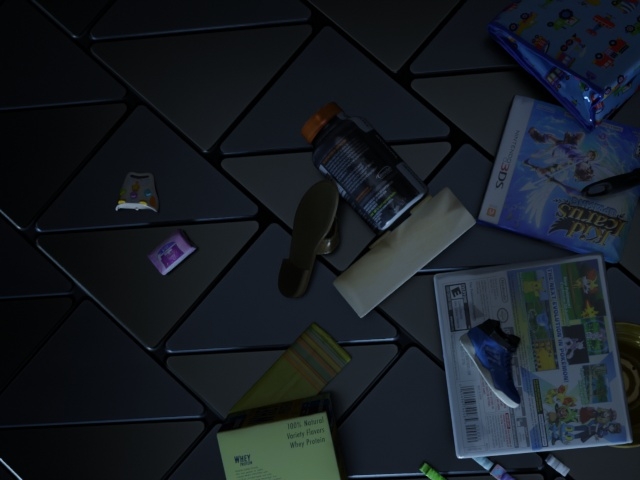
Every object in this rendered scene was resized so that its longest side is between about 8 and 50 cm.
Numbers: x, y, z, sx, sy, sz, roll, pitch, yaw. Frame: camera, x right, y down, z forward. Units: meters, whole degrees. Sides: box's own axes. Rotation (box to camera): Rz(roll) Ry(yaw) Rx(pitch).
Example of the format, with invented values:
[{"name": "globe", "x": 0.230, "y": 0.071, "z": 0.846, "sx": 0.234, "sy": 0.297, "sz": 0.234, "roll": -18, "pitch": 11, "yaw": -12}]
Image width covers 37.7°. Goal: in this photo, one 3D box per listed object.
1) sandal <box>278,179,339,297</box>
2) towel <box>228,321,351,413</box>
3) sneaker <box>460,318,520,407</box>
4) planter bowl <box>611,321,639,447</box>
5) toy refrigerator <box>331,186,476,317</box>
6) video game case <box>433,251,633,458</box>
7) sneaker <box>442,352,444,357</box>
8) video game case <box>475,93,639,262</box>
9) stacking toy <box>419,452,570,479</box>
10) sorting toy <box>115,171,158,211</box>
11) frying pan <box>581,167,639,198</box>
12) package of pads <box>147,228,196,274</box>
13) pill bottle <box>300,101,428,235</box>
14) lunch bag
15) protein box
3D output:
[{"name": "sandal", "x": -0.004, "y": -0.003, "z": 1.756, "sx": 0.088, "sy": 0.079, "sz": 0.240, "roll": 34, "pitch": 110, "yaw": 38}, {"name": "towel", "x": -0.057, "y": 0.271, "z": 1.762, "sx": 0.102, "sy": 0.021, "sz": 0.237, "roll": 44, "pitch": 92, "yaw": 13}, {"name": "sneaker", "x": 0.314, "y": 0.205, "z": 1.604, "sx": 0.084, "sy": 0.058, "sz": 0.152, "roll": -39, "pitch": 68, "yaw": 15}, {"name": "planter bowl", "x": 0.529, "y": 0.253, "z": 1.663, "sx": 0.217, "sy": 0.090, "sz": 0.217, "roll": -1, "pitch": 84, "yaw": 11}, {"name": "toy refrigerator", "x": 0.149, "y": 0.019, "z": 1.715, "sx": 0.269, "sy": 0.102, "sz": 0.094, "roll": -40, "pitch": 86, "yaw": 2}, {"name": "video game case", "x": 0.367, "y": 0.202, "z": 1.641, "sx": 0.299, "sy": 0.036, "sz": 0.329, "roll": -9, "pitch": 80, "yaw": 14}, {"name": "sneaker", "x": 0.304, "y": 0.223, "z": 1.715, "sx": 0.170, "sy": 0.068, "sz": 0.071, "roll": 23, "pitch": 102, "yaw": 16}, {"name": "video game case", "x": 0.448, "y": -0.113, "z": 1.717, "sx": 0.269, "sy": 0.061, "sz": 0.244, "roll": 17, "pitch": 88, "yaw": 7}, {"name": "stacking toy", "x": 0.317, "y": 0.417, "z": 1.696, "sx": 0.221, "sy": 0.052, "sz": 0.167, "roll": 36, "pitch": 90, "yaw": 8}, {"name": "sorting toy", "x": -0.354, "y": -0.097, "z": 1.813, "sx": 0.083, "sy": 0.045, "sz": 0.075, "roll": 2, "pitch": 67, "yaw": 6}, {"name": "frying pan", "x": 0.618, "y": -0.103, "z": 1.667, "sx": 0.326, "sy": 0.053, "sz": 0.197, "roll": -37, "pitch": 103, "yaw": -10}, {"name": "package of pads", "x": -0.284, "y": 0.022, "z": 1.795, "sx": 0.083, "sy": 0.032, "sz": 0.050, "roll": -40, "pitch": 82, "yaw": 2}, {"name": "pill bottle", "x": 0.073, "y": -0.139, "z": 1.721, "sx": 0.130, "sy": 0.130, "sz": 0.246, "roll": -42, "pitch": 84, "yaw": 2}, {"name": "lunch bag", "x": 0.463, "y": -0.383, "z": 1.688, "sx": 0.221, "sy": 0.138, "sz": 0.293, "roll": -40, "pitch": 69, "yaw": -10}, {"name": "protein box", "x": -0.061, "y": 0.403, "z": 1.678, "sx": 0.199, "sy": 0.136, "sz": 0.201, "roll": -12, "pitch": 94, "yaw": 4}]
